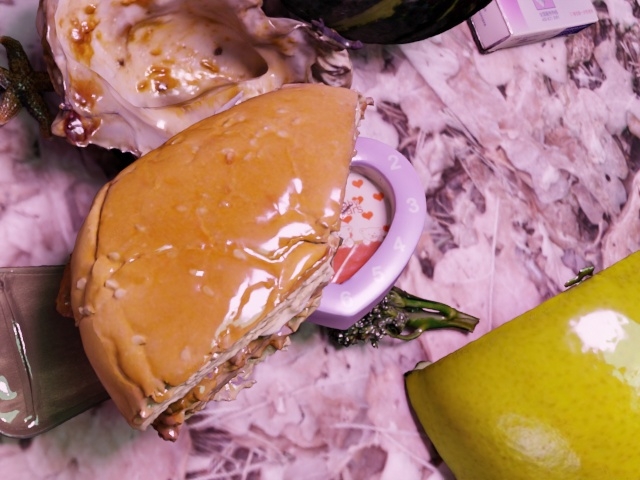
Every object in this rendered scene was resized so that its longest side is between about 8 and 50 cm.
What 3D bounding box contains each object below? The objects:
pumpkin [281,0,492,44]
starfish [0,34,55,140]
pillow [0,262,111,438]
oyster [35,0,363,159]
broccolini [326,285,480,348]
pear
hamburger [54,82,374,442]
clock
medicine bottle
[{"bbox_3d":[0.062,-0.351,0.907,0.323,0.241,0.323,11,71,-36],"label":"pumpkin"},{"bbox_3d":[-0.235,-0.121,0.753,0.078,0.028,0.091,-29,97,-33],"label":"starfish"},{"bbox_3d":[-0.170,0.067,0.739,0.217,0.033,0.130,-15,83,-39],"label":"pillow"},{"bbox_3d":[-0.088,-0.163,0.791,0.337,0.133,0.198,-1,113,-42],"label":"oyster"},{"bbox_3d":[0.097,0.079,0.916,0.201,0.074,0.058,15,50,-35],"label":"broccolini"},{"bbox_3d":[0.306,0.182,0.932,0.342,0.238,0.318,-20,80,-39],"label":"pear"},{"bbox_3d":[-0.069,0.005,0.699,0.245,0.155,0.282,1,67,-11],"label":"hamburger"},{"bbox_3d":[0.000,0.000,0.837,0.198,0.064,0.172,-12,68,-12],"label":"clock"},{"bbox_3d":[0.243,-0.327,1.157,0.201,0.052,0.171,-18,87,-40],"label":"medicine bottle"}]
